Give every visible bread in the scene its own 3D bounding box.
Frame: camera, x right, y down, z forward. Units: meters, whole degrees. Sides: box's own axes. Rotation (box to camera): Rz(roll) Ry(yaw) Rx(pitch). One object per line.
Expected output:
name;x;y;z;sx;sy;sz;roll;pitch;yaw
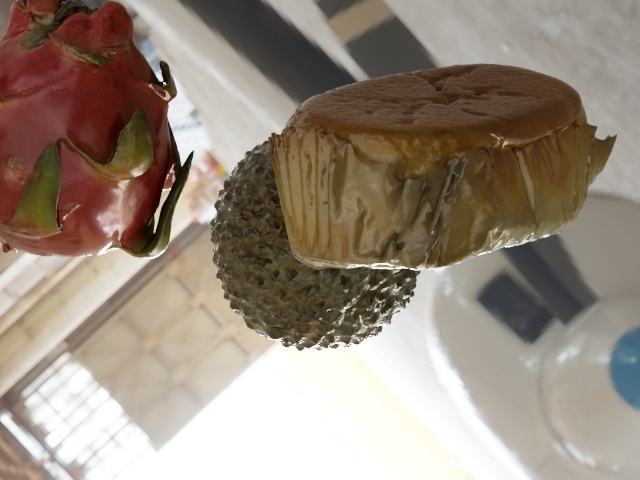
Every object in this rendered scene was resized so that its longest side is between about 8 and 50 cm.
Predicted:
bread;0.114;-0.079;1.460;0.236;0.389;0.183;1;100;38

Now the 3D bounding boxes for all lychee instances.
lychee;0.000;0.000;1.661;0.255;0.255;0.274;49;157;-22

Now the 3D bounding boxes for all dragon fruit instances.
dragon fruit;-0.226;-0.098;1.317;0.224;0.224;0.227;45;136;32
